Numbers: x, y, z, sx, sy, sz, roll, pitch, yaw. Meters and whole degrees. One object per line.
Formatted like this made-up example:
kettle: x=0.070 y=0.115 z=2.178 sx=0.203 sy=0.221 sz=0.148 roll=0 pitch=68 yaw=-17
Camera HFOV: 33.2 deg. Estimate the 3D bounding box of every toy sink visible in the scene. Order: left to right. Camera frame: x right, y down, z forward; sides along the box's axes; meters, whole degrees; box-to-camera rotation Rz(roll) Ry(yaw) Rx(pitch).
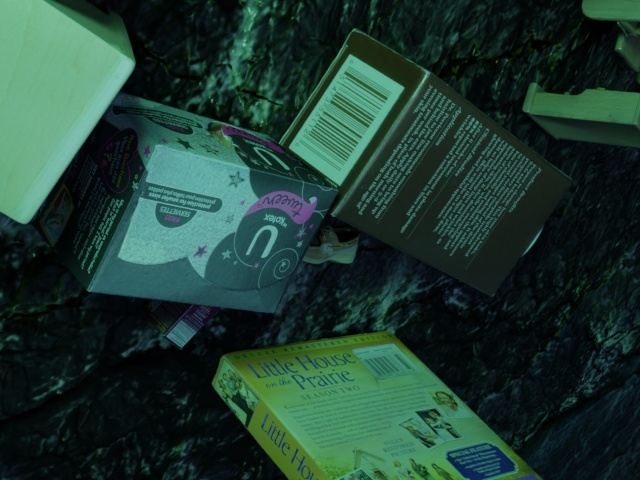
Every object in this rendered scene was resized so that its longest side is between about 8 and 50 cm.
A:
toy sink: x=-0.250 y=-0.140 z=0.869 sx=0.131 sy=0.234 sz=0.152 roll=33 pitch=101 yaw=-22

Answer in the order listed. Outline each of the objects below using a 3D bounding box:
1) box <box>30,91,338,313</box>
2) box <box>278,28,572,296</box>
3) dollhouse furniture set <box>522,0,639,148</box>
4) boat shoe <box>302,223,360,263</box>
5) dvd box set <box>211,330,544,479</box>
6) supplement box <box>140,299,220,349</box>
box: x=-0.132 y=-0.036 z=1.080 sx=0.247 sy=0.142 sz=0.163 roll=11 pitch=113 yaw=-48
box: x=0.133 y=-0.082 z=1.302 sx=0.381 sy=0.143 sz=0.191 roll=26 pitch=100 yaw=-49
dollhouse furniture set: x=0.397 y=-0.259 z=1.446 sx=0.212 sy=0.161 sz=0.242 roll=27 pitch=78 yaw=-51
boat shoe: x=0.000 y=0.000 z=1.314 sx=0.135 sy=0.050 sz=0.045 roll=0 pitch=117 yaw=-55
dvd box set: x=0.099 y=0.271 z=1.327 sx=0.308 sy=0.420 sz=0.062 roll=-3 pitch=125 yaw=-43
supplement box: x=-0.153 y=0.072 z=1.217 sx=0.083 sy=0.055 sz=0.043 roll=-46 pitch=141 yaw=-3
